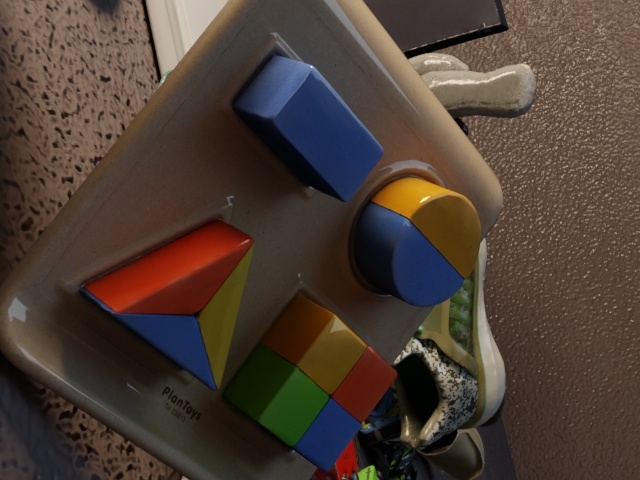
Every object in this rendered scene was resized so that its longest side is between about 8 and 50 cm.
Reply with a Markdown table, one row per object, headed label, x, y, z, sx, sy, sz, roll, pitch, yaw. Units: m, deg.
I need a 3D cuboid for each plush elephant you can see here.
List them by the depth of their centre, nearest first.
| label | x | y | z | sx | sy | sz | roll | pitch | yaw |
| --- | --- | --- | --- | --- | --- | --- | --- | --- | --- |
| plush elephant | 0.118 | -0.135 | 1.652 | 0.255 | 0.330 | 0.272 | 12 | 89 | -87 |

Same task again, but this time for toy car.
| label | x | y | z | sx | sy | sz | roll | pitch | yaw |
| --- | --- | --- | --- | --- | --- | --- | --- | --- | --- |
| toy car | 0.035 | 0.271 | 1.340 | 0.239 | 0.053 | 0.225 | -76 | 150 | -62 |

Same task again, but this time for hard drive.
| label | x | y | z | sx | sy | sz | roll | pitch | yaw |
| --- | --- | --- | --- | --- | --- | --- | --- | --- | --- |
| hard drive | -0.114 | -0.153 | 1.177 | 0.203 | 0.040 | 0.308 | 13 | 64 | -76 |

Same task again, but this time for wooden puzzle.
| label | x | y | z | sx | sy | sz | roll | pitch | yaw |
| --- | --- | --- | --- | --- | --- | --- | --- | --- | --- |
| wooden puzzle | -0.011 | 0.009 | 0.800 | 0.322 | 0.080 | 0.348 | 45 | 73 | -40 |

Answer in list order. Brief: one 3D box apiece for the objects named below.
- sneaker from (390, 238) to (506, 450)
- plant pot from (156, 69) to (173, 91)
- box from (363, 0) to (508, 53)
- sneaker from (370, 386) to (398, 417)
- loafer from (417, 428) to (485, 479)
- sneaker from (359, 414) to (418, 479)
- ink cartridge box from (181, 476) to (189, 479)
| label | x | y | z | sx | sy | sz | roll | pitch | yaw |
| --- | --- | --- | --- | --- | --- | --- | --- | --- | --- |
| sneaker | 0.123 | 0.088 | 1.452 | 0.182 | 0.158 | 0.410 | -33 | 110 | -50 |
| plant pot | -0.039 | -0.018 | 0.998 | 0.234 | 0.165 | 0.165 | 61 | 33 | -47 |
| box | 0.131 | -0.388 | 1.856 | 0.343 | 0.312 | 0.179 | -41 | 116 | -76 |
| sneaker | 0.071 | 0.132 | 1.551 | 0.126 | 0.091 | 0.240 | -33 | 110 | -76 |
| loafer | 0.198 | 0.327 | 1.891 | 0.268 | 0.102 | 0.092 | 56 | 24 | -33 |
| sneaker | 0.104 | 0.298 | 1.566 | 0.188 | 0.067 | 0.078 | 64 | 12 | -53 |
| ink cartridge box | -0.070 | 0.274 | 0.873 | 0.333 | 0.065 | 0.165 | -68 | 142 | -67 |
